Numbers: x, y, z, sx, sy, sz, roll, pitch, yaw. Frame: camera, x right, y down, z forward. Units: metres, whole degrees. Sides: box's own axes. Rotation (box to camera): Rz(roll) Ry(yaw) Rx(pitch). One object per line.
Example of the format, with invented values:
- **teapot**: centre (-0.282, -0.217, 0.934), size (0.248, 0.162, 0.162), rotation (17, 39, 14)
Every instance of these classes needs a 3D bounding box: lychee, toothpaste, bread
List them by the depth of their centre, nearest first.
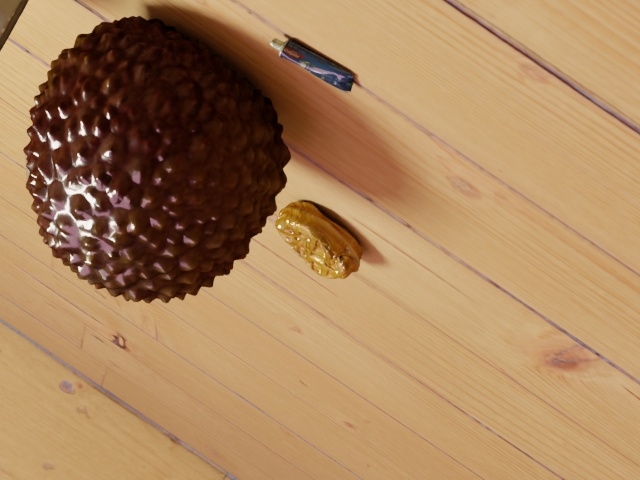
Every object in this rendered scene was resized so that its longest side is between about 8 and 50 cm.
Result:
- **toothpaste**: centre (-0.007, -0.159, 1.618), size (0.083, 0.019, 0.027), rotation (28, 146, 5)
- **lychee**: centre (-0.169, -0.072, 1.760), size (0.267, 0.267, 0.267), rotation (31, 163, 11)
- **bread**: centre (0.000, 0.000, 1.997), size (0.110, 0.044, 0.083), rotation (46, 158, -28)

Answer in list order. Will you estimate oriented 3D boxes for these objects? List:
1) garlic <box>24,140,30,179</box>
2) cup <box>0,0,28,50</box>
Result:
- **garlic**: centre (-0.343, -0.086, 2.355), size (0.084, 0.066, 0.152), rotation (25, 159, 21)
- **cup**: centre (-0.385, -0.295, 1.731), size (0.234, 0.186, 0.258), rotation (28, 137, -8)
